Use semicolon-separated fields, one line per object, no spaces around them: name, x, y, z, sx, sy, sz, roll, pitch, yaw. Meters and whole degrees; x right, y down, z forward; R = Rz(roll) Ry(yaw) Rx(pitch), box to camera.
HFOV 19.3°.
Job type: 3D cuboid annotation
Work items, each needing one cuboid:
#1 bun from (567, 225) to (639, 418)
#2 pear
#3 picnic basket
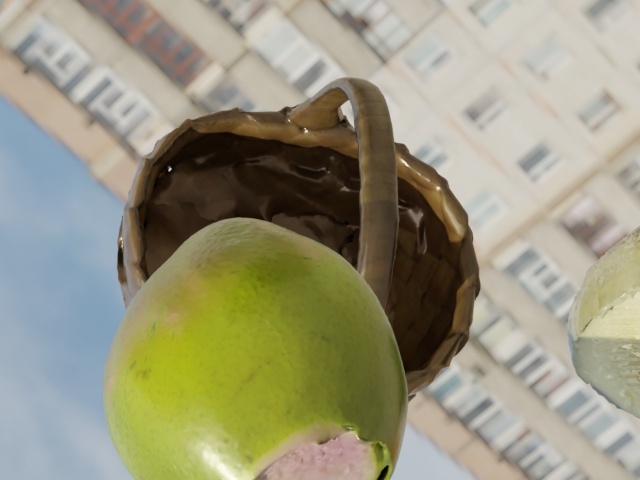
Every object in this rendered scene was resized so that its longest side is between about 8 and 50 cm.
bun;0.351;0.059;1.651;0.259;0.259;0.152;40;-132;-25
pear;-0.046;0.082;1.162;0.187;0.187;0.220;28;-160;-46
picnic basket;0.000;0.000;1.658;0.337;0.337;0.293;27;-125;-47
